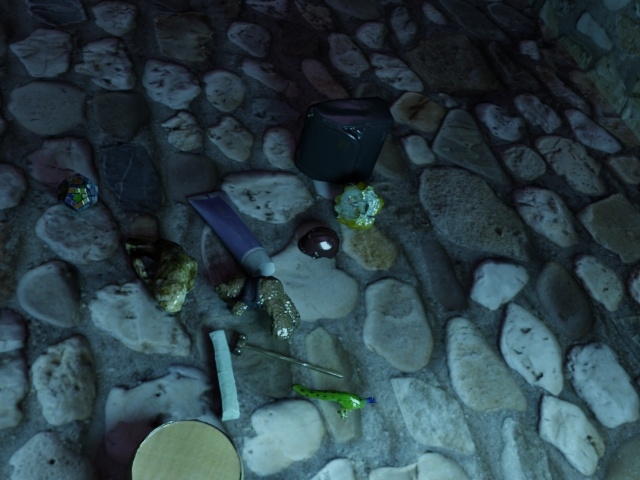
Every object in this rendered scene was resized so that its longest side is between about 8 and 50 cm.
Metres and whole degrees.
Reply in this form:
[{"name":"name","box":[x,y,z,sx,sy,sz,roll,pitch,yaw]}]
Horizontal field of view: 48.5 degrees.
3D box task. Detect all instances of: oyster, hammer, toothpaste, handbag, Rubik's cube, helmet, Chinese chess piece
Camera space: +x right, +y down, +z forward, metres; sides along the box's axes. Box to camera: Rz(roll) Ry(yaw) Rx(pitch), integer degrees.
[{"name":"oyster","box":[-0.433,0.061,1.899,0.294,0.094,0.166,37,56,25]},{"name":"hammer","box":[-0.081,0.307,1.821,0.292,0.029,0.058,18,47,-3]},{"name":"toothpaste","box":[-0.251,-0.031,2.054,0.125,0.080,0.371,-17,50,-30]},{"name":"handbag","box":[0.069,-0.301,2.259,0.275,0.301,0.177,-14,60,-25]},{"name":"Rubik's cube","box":[-0.682,-0.134,1.994,0.093,0.111,0.111,-4,43,15]},{"name":"helmet","box":[0.000,0.000,2.104,0.123,0.070,0.098,7,47,-13]},{"name":"Chinese chess piece","box":[-0.288,0.504,1.511,0.250,0.103,0.249,9,47,-10]}]

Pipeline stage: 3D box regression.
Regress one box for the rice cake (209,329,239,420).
[{"name":"rice cake","box":[-0.235,0.327,1.737,0.045,0.042,0.245,-8,49,-10]}]

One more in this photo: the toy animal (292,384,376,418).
[{"name":"toy animal","box":[0.036,0.398,1.753,0.217,0.075,0.041,3,36,26]}]

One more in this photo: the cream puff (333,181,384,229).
[{"name":"cream puff","box":[0.120,-0.103,2.217,0.121,0.156,0.156,-2,27,44]}]

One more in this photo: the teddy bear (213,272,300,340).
[{"name":"teddy bear","box":[-0.153,0.151,1.870,0.251,0.129,0.182,26,9,13]}]
